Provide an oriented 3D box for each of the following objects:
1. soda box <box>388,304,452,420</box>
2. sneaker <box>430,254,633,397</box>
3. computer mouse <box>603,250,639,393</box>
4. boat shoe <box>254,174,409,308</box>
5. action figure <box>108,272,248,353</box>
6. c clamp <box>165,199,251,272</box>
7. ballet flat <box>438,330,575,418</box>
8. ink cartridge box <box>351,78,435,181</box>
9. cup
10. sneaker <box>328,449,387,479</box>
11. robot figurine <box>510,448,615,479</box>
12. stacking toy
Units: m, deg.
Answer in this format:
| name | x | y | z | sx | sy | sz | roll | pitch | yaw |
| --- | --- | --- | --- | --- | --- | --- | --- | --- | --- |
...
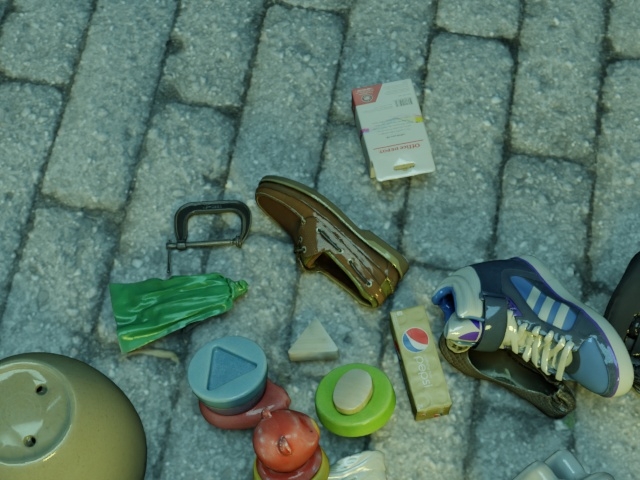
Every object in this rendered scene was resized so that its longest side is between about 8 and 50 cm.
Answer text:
| name | x | y | z | sx | sy | sz | roll | pitch | yaw |
| --- | --- | --- | --- | --- | --- | --- | --- | --- | --- |
| soda box | 0.165 | 0.204 | 2.006 | 0.061 | 0.058 | 0.181 | -12 | 65 | -5 |
| sneaker | 0.319 | 0.160 | 1.944 | 0.236 | 0.130 | 0.323 | -16 | 48 | -26 |
| computer mouse | 0.552 | 0.118 | 2.013 | 0.188 | 0.072 | 0.272 | 18 | 71 | 20 |
| boat shoe | 0.000 | 0.000 | 2.072 | 0.307 | 0.111 | 0.104 | 32 | 68 | 14 |
| action figure | -0.235 | 0.108 | 2.050 | 0.232 | 0.063 | 0.137 | -15 | 64 | -2 |
| c clamp | -0.198 | -0.011 | 2.131 | 0.161 | 0.022 | 0.137 | -9 | 60 | -2 |
| ballet flat | 0.311 | 0.213 | 2.000 | 0.250 | 0.058 | 0.084 | 31 | 68 | 14 |
| ink cartridge box | 0.132 | -0.187 | 2.183 | 0.115 | 0.067 | 0.198 | -11 | 64 | -4 |
| cup | -0.442 | 0.304 | 1.856 | 0.331 | 0.237 | 0.331 | 1 | 63 | -3 |
| sneaker | 0.005 | 0.411 | 1.896 | 0.232 | 0.090 | 0.115 | -16 | 69 | -6 |
| robot figurine | 0.414 | 0.489 | 1.792 | 0.300 | 0.200 | 0.353 | -14 | 61 | -44 |
| stacking toy | -0.048 | 0.227 | 1.905 | 0.279 | 0.130 | 0.309 | -33 | 49 | -19 |
